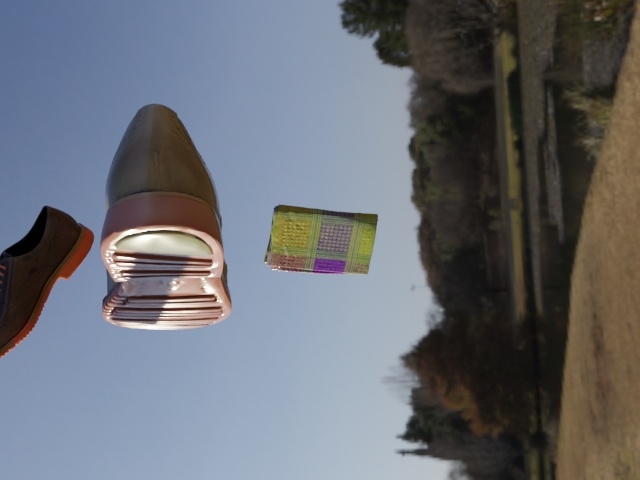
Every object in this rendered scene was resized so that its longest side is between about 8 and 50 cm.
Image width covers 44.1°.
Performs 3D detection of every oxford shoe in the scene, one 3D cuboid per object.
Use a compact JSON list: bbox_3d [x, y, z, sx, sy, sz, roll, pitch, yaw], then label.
[{"bbox_3d":[-0.466,0.068,1.200,0.098,0.097,0.271,46,-110,-41],"label":"oxford shoe"},{"bbox_3d":[-0.162,0.001,0.851,0.397,0.140,0.146,124,145,-64],"label":"oxford shoe"}]

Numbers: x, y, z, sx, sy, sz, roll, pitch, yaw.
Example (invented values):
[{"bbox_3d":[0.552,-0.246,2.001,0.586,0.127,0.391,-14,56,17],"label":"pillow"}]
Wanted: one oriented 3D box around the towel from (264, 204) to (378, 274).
[{"bbox_3d":[0.000,0.000,0.614,0.009,0.083,0.060,-96,13,-56],"label":"towel"}]
